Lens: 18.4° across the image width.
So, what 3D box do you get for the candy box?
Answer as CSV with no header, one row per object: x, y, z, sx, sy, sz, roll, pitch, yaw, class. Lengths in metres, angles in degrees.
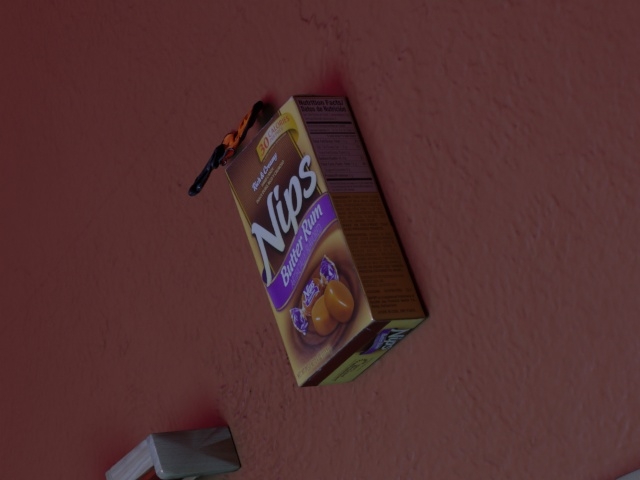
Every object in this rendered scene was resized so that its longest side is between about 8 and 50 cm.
0.000,0.000,1.439,0.109,0.053,0.186,-45,56,46,candy box

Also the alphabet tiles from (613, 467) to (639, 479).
0.153,0.293,1.173,0.342,0.011,0.285,137,139,-63,alphabet tiles

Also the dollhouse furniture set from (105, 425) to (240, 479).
-0.154,0.249,1.590,0.184,0.129,0.129,-42,59,46,dollhouse furniture set

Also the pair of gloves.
-0.074,-0.071,1.527,0.010,0.074,0.083,36,135,-8,pair of gloves
